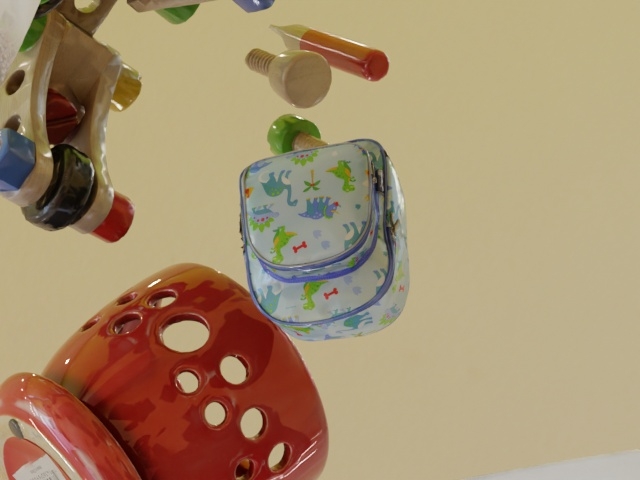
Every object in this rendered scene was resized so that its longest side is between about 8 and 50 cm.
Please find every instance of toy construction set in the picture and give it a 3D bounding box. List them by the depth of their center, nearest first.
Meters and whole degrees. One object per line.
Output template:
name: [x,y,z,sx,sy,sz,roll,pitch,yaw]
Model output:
toy construction set: [-0.141,-0.147,1.035,0.308,0.237,0.258,3,-74,-34]

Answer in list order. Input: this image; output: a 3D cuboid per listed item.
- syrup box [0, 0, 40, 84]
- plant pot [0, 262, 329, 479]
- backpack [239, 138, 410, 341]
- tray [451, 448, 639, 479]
syrup box: [-0.229,-0.093,0.513,0.236,0.093,0.096,7,-120,26]
plant pot: [-0.116,0.137,0.987,0.174,0.191,0.191,-36,-99,-34]
backpack: [0.000,0.000,0.880,0.105,0.084,0.114,-11,-110,12]
tray: [0.110,0.209,0.847,0.030,0.270,0.145,25,-115,-22]
